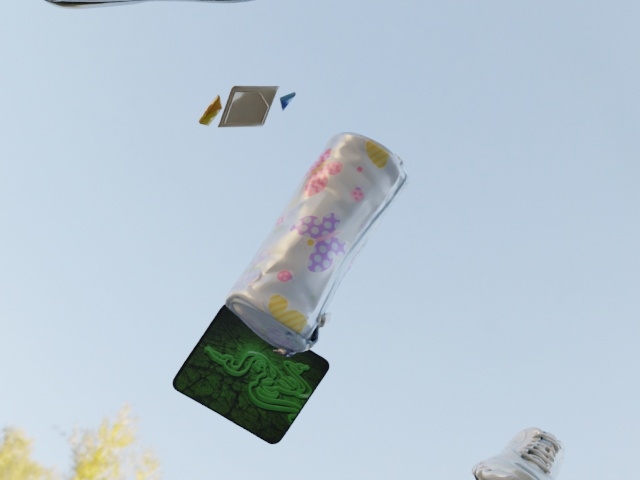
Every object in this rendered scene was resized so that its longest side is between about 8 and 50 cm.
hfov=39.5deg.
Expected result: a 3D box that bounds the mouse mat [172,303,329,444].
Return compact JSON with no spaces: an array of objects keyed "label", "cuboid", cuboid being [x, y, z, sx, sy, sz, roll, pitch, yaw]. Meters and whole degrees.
[{"label":"mouse mat","cuboid":[-0.099,0.195,1.294,0.189,0.152,0.007,33,2,-16]}]

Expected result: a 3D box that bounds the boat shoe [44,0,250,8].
[{"label":"boat shoe","cuboid":[-0.116,-0.262,0.771,0.307,0.104,0.111,-15,-87,0]}]

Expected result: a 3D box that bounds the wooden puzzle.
[{"label":"wooden puzzle","cuboid":[-0.094,-0.171,1.134,0.078,0.116,0.014,-54,-128,36]}]

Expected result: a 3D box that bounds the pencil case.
[{"label":"pencil case","cuboid":[0.000,0.000,1.066,0.124,0.273,0.113,7,-32,46]}]

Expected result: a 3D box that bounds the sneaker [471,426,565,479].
[{"label":"sneaker","cuboid":[0.288,0.317,1.253,0.110,0.118,0.292,40,0,14]}]
